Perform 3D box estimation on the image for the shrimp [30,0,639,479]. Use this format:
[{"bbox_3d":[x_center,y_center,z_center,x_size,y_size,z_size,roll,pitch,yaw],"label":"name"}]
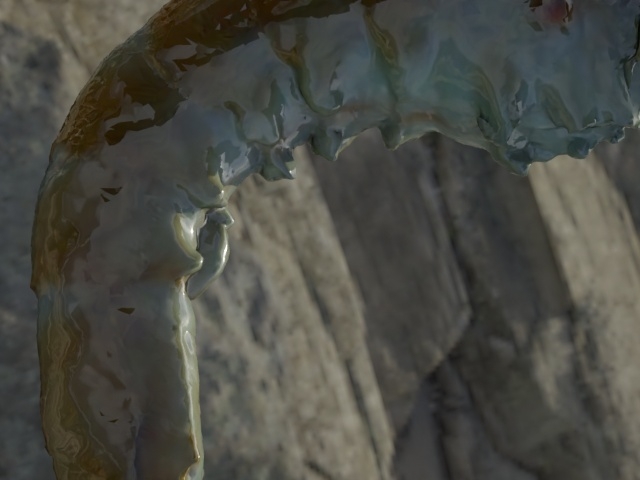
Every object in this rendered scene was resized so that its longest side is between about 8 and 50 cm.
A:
[{"bbox_3d":[-0.013,-0.024,0.595,0.287,0.185,0.068,-46,150,-22],"label":"shrimp"}]
